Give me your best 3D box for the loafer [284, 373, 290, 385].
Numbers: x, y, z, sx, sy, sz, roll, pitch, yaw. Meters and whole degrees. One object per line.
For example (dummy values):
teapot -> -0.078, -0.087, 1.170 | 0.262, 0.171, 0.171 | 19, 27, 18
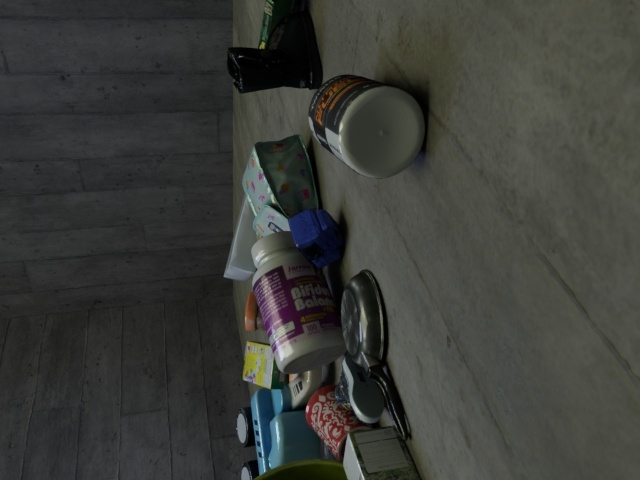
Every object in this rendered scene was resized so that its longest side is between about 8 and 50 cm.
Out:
loafer -> -0.081, 0.435, 1.791 | 0.078, 0.080, 0.220 | -100, 17, -63

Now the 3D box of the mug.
mug -> 0.062, 0.390, 1.170 | 0.113, 0.150, 0.169 | -58, 21, -2

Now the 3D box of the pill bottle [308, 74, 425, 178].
pill bottle -> 0.056, -0.187, 0.888 | 0.246, 0.130, 0.131 | -127, 35, -65

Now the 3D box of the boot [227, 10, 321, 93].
boot -> -0.118, -0.450, 1.347 | 0.094, 0.207, 0.247 | 108, 154, -58

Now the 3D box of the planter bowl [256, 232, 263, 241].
planter bowl -> -0.145, -0.028, 1.799 | 0.162, 0.109, 0.162 | 175, 90, -76

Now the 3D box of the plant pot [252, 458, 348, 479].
plant pot -> 0.003, 0.659, 1.026 | 0.367, 0.366, 0.353 | -114, 12, -53

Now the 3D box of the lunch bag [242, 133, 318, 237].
lunch bag -> -0.096, -0.104, 1.490 | 0.223, 0.160, 0.263 | 134, 119, -67

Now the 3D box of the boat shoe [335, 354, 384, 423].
boat shoe -> 0.073, 0.307, 1.102 | 0.183, 0.065, 0.083 | -107, 30, -66

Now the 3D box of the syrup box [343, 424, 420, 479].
syrup box -> 0.116, 0.428, 0.924 | 0.237, 0.093, 0.096 | -114, 24, -53

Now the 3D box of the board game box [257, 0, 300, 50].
board game box -> -0.103, -0.562, 1.449 | 0.030, 0.136, 0.260 | 40, 159, 2

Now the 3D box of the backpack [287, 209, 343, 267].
backpack -> 0.000, 0.000, 1.250 | 0.120, 0.101, 0.098 | 53, -161, -47

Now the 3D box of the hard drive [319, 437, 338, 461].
hard drive -> 0.049, 0.523, 1.307 | 0.255, 0.054, 0.172 | -134, 41, -69

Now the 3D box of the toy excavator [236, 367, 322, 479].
toy excavator -> -0.057, 0.431, 1.493 | 0.445, 0.222, 0.433 | 128, 138, -50

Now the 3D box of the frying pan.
frying pan -> 0.087, 0.215, 1.081 | 0.197, 0.053, 0.327 | 116, 150, -66

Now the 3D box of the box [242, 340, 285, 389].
box -> -0.149, 0.317, 1.463 | 0.179, 0.043, 0.105 | -4, 78, 55

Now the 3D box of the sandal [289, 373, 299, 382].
sandal -> -0.086, 0.285, 1.654 | 0.102, 0.076, 0.266 | 176, 102, -79

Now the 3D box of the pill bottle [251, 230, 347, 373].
pill bottle -> -0.059, 0.135, 1.306 | 0.169, 0.169, 0.302 | 108, 145, -58

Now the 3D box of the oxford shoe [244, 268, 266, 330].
oxford shoe -> -0.160, 0.158, 1.933 | 0.130, 0.132, 0.364 | 90, -174, -48

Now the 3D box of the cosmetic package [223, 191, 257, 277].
cosmetic package -> -0.244, -0.059, 1.998 | 0.284, 0.097, 0.378 | 136, 147, -75
